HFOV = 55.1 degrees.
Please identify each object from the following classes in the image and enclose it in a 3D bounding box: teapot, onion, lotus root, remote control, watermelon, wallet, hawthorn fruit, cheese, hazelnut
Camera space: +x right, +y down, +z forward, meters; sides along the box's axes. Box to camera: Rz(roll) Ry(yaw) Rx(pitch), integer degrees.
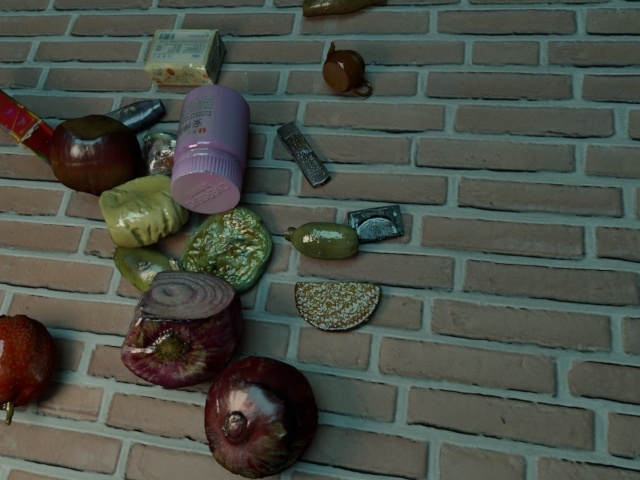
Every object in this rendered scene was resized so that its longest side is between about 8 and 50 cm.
[{"bbox_3d":[0.074,-0.451,1.620,0.116,0.116,0.173,-43,92,-7],"label":"teapot"},{"bbox_3d":[-0.129,0.365,1.265,0.247,0.190,0.246,-2,84,19],"label":"onion"},{"bbox_3d":[0.000,0.001,1.443,0.183,0.077,0.090,7,112,12],"label":"lotus root"},{"bbox_3d":[-0.303,0.208,1.356,0.257,0.272,0.230,14,110,16],"label":"onion"},{"bbox_3d":[-0.045,-0.223,1.585,0.059,0.028,0.212,-29,65,-5],"label":"remote control"},{"bbox_3d":[-0.413,-0.231,1.649,0.187,0.071,0.139,22,78,19],"label":"watermelon"},{"bbox_3d":[0.131,-0.040,1.468,0.130,0.026,0.088,-9,65,9],"label":"wallet"},{"bbox_3d":[-0.723,0.298,1.419,0.205,0.205,0.253,-7,71,9],"label":"hawthorn fruit"},{"bbox_3d":[-0.441,-0.083,1.541,0.214,0.117,0.226,-18,41,-9],"label":"cheese"},{"bbox_3d":[-0.584,-0.220,1.613,0.230,0.229,0.229,-5,67,11],"label":"hazelnut"}]

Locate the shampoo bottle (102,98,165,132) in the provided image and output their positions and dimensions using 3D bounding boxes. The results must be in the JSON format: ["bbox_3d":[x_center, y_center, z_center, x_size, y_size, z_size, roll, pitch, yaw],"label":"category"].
[{"bbox_3d":[-0.553,-0.336,1.731,0.234,0.049,0.087,-21,67,3],"label":"shampoo bottle"}]

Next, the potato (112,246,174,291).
[{"bbox_3d":[-0.442,0.062,1.521,0.188,0.085,0.105,29,71,27],"label":"potato"}]

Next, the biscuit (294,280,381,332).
[{"bbox_3d":[0.035,0.151,1.408,0.206,0.025,0.125,1,67,14],"label":"biscuit"}]

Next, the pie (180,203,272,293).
[{"bbox_3d":[-0.232,0.023,1.506,0.241,0.054,0.240,-4,68,11],"label":"pie"}]

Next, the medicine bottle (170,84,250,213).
[{"bbox_3d":[-0.272,-0.228,1.530,0.178,0.178,0.290,-6,57,10],"label":"medicine bottle"}]

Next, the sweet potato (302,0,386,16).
[{"bbox_3d":[0.064,-0.678,1.728,0.244,0.077,0.077,-5,67,12],"label":"sweet potato"}]

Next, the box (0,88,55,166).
[{"bbox_3d":[-0.832,-0.322,1.705,0.313,0.197,0.089,34,78,23],"label":"box"}]

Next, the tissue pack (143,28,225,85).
[{"bbox_3d":[-0.384,-0.521,1.750,0.197,0.092,0.148,5,68,16],"label":"tissue pack"}]
